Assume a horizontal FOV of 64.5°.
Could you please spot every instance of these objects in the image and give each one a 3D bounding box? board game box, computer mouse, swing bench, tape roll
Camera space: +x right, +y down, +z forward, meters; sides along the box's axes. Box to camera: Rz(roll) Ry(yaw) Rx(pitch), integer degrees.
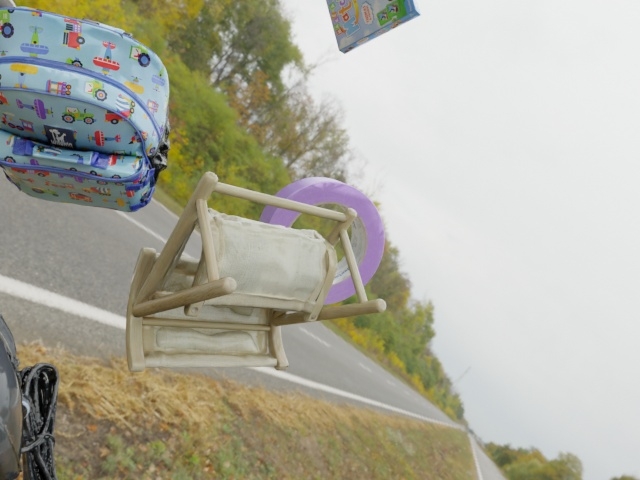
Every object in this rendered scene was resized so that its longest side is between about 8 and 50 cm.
[{"bbox_3d":[0.121,-0.575,1.230,0.039,0.212,0.160,-6,80,-58],"label":"board game box"},{"bbox_3d":[-0.242,0.085,0.369,0.184,0.060,0.262,51,-22,44],"label":"computer mouse"},{"bbox_3d":[-0.099,0.065,0.702,0.253,0.255,0.165,12,52,-41],"label":"swing bench"},{"bbox_3d":[0.000,0.000,1.128,0.275,0.275,0.090,45,-3,-23],"label":"tape roll"}]

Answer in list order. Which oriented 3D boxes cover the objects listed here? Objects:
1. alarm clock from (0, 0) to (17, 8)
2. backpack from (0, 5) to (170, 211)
[{"bbox_3d":[-0.401,-0.215,0.528,0.064,0.192,0.129,45,-35,8],"label":"alarm clock"},{"bbox_3d":[-0.211,-0.109,0.442,0.158,0.116,0.173,10,-18,-16],"label":"backpack"}]
